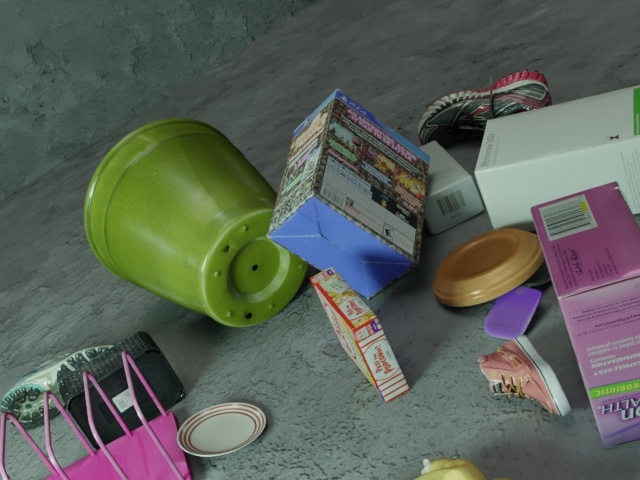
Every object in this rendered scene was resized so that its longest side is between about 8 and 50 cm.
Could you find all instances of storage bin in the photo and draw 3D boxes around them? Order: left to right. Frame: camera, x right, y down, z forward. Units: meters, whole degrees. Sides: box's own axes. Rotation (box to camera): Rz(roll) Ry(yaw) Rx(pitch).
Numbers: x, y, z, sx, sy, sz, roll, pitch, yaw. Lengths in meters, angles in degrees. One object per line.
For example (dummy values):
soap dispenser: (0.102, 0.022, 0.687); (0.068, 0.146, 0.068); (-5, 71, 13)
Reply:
storage bin: (-0.342, 0.257, 1.515); (0.180, 0.122, 0.084); (-33, 28, -15)

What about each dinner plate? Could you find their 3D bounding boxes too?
dinner plate: (-0.154, 0.299, 1.378); (0.141, 0.017, 0.141); (-9, 23, 4)

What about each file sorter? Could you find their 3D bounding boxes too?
file sorter: (-0.375, 0.331, 1.345); (0.291, 0.182, 0.202); (-28, 27, -6)

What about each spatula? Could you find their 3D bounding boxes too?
spatula: (0.362, 0.051, 1.401); (0.296, 0.030, 0.084); (-41, 26, -29)

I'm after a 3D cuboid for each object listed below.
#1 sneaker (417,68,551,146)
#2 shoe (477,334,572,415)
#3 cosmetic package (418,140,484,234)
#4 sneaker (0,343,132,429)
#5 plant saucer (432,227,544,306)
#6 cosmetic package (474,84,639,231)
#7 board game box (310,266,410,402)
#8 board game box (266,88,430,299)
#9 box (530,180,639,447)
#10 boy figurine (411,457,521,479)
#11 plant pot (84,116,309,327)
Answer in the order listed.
sneaker: (0.347, -0.266, 1.898); (0.299, 0.121, 0.112); (-20, 57, 26)
shoe: (0.272, 0.194, 1.192); (0.081, 0.063, 0.178); (-25, 22, 2)
cosmetic package: (0.224, -0.109, 1.747); (0.117, 0.085, 0.231); (-25, 25, 1)
sneaker: (-0.465, 0.245, 1.659); (0.283, 0.110, 0.122); (-21, 24, 7)
plant saucer: (0.274, 0.037, 1.459); (0.200, 0.037, 0.200); (-27, 19, 10)
cosmetic package: (0.471, -0.142, 1.522); (0.366, 0.155, 0.197); (-10, 33, 24)
board game box: (0.059, 0.142, 1.365); (0.045, 0.146, 0.193); (-29, 26, -8)
board game box: (0.058, -0.085, 1.583); (0.141, 0.232, 0.291); (-40, 26, 39)
box: (0.363, 0.089, 1.099); (0.117, 0.243, 0.213); (-18, 28, 14)
boy figurine: (0.142, 0.324, 1.034); (0.285, 0.092, 0.177); (-15, 28, 18)
plant pot: (-0.210, -0.013, 1.693); (0.366, 0.366, 0.353); (-36, 40, -20)
